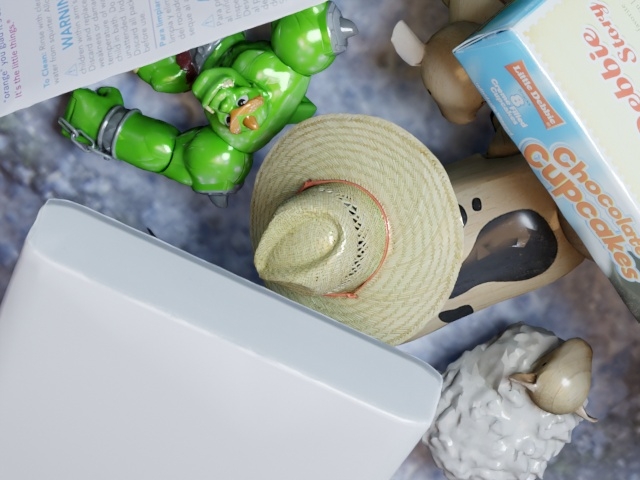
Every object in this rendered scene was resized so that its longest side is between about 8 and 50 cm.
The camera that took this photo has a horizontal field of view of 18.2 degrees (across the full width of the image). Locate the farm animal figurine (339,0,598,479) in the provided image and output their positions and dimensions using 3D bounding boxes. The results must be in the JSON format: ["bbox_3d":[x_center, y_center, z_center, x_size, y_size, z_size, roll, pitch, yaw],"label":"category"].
[{"bbox_3d":[0.119,-0.043,1.120,0.327,0.172,0.330,-36,103,15],"label":"farm animal figurine"}]

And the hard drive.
[{"bbox_3d":[-0.099,0.134,1.178,0.233,0.047,0.353,24,141,-5],"label":"hard drive"}]

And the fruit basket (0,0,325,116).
[{"bbox_3d":[-0.032,-0.245,1.028,0.353,0.327,0.165,-21,152,18],"label":"fruit basket"}]

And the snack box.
[{"bbox_3d":[0.229,-0.024,1.037,0.187,0.060,0.322,-41,102,-28],"label":"snack box"}]

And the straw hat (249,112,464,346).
[{"bbox_3d":[0.000,0.000,1.067,0.144,0.061,0.144,9,105,35],"label":"straw hat"}]

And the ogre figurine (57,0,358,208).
[{"bbox_3d":[-0.059,-0.108,1.157,0.118,0.097,0.197,41,93,8],"label":"ogre figurine"}]
